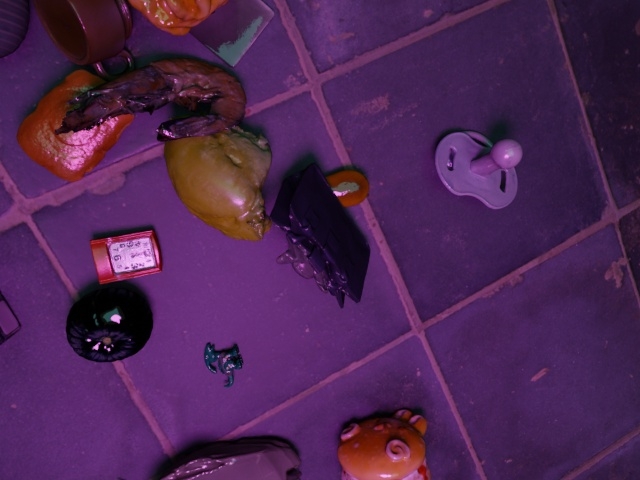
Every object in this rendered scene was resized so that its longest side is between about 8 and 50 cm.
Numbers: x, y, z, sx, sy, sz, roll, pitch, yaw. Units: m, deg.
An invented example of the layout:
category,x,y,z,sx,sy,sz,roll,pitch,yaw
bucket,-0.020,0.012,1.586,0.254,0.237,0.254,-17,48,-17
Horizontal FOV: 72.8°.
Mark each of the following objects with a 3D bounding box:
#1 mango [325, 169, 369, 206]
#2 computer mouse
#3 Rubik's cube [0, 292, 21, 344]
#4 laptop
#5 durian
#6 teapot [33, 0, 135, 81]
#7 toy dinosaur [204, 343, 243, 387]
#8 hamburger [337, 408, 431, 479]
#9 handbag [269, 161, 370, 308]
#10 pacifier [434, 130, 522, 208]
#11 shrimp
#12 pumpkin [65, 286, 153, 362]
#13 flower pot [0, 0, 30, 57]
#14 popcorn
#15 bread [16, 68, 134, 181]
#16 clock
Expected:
category,x,y,z,sx,sy,sz,roll,pitch,yaw
mango,0.056,-0.144,1.208,0.161,0.076,0.103,-6,103,-10
computer mouse,-0.261,0.671,1.196,0.429,0.145,0.228,2,89,-26
Rubik's cube,-0.896,0.170,0.896,0.305,0.304,0.301,-23,102,-9
laptop,-0.276,-0.599,1.103,0.269,0.015,0.187,37,87,-15
durian,-0.247,-0.165,1.080,0.340,0.204,0.255,28,69,-8
teapot,-0.505,-0.502,0.986,0.175,0.186,0.267,-43,132,-35
toy dinosaur,-0.267,0.342,1.201,0.096,0.059,0.132,-16,92,-3
hamburger,0.197,0.618,1.249,0.303,0.261,0.186,-7,94,-31
handbag,0.000,0.000,1.098,0.118,0.269,0.325,-23,117,27
pacifier,0.477,-0.226,1.230,0.287,0.226,0.238,22,72,-16
shrimp,-0.358,-0.297,0.974,0.272,0.085,0.445,43,51,17
pumpkin,-0.519,0.208,1.076,0.202,0.140,0.202,-7,120,-12
flower pot,-0.734,-0.514,0.928,0.189,0.157,0.243,4,95,-16
popcorn,-0.307,-0.617,0.967,0.297,0.281,0.316,-35,69,-5
bread,-0.567,-0.266,1.018,0.174,0.121,0.245,42,82,-14
clock,-0.488,0.038,1.105,0.155,0.061,0.113,-11,99,-16
